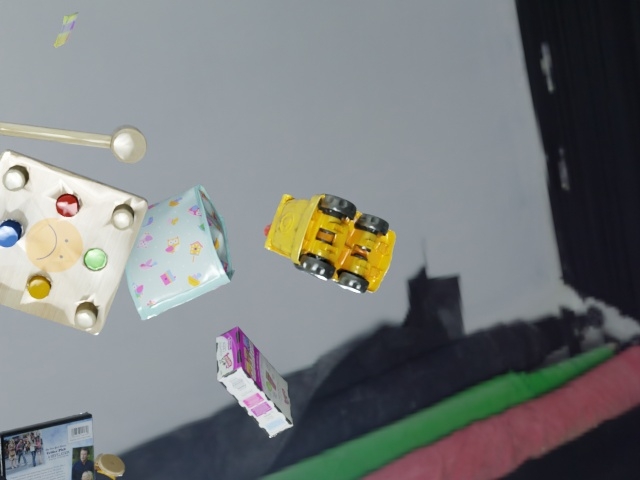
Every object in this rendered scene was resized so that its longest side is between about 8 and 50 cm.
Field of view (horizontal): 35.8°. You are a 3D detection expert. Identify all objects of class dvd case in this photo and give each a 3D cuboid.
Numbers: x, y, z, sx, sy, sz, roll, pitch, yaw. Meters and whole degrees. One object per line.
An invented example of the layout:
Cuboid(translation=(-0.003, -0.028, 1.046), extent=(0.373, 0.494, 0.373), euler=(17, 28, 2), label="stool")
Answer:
Cuboid(translation=(-0.491, 0.451, 1.789), extent=(0.180, 0.253, 0.022), euler=(-7, -171, -40), label="dvd case")

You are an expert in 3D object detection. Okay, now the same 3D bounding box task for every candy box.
Cuboid(translation=(-0.161, 0.342, 2.399), extent=(0.071, 0.233, 0.159), euler=(-30, -148, 12), label="candy box")

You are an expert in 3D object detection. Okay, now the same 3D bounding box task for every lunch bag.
Cuboid(translation=(-0.314, 0.038, 2.182), extent=(0.223, 0.160, 0.262), euler=(-23, -131, 5), label="lunch bag")

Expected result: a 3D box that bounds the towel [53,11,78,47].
Cuboid(translation=(-0.575, -0.475, 2.236), extent=(0.009, 0.083, 0.060), euler=(31, -152, 1), label="towel")

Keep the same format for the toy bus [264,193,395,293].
Cuboid(translation=(0.000, 0.000, 1.895), extent=(0.220, 0.150, 0.211), euler=(24, 172, -38), label="toy bus")

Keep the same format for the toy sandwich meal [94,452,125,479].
Cuboid(translation=(-0.560, 0.600, 2.629), extent=(0.085, 0.029, 0.086), euler=(26, -156, -12), label="toy sandwich meal")

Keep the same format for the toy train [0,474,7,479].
Cuboid(translation=(-0.532, 0.406, 1.291), extent=(0.142, 0.190, 0.334), euler=(-17, -153, 30), label="toy train")

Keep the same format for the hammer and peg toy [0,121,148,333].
Cuboid(translation=(-0.435, -0.047, 1.656), extent=(0.265, 0.361, 0.127), euler=(19, -171, -13), label="hammer and peg toy")
